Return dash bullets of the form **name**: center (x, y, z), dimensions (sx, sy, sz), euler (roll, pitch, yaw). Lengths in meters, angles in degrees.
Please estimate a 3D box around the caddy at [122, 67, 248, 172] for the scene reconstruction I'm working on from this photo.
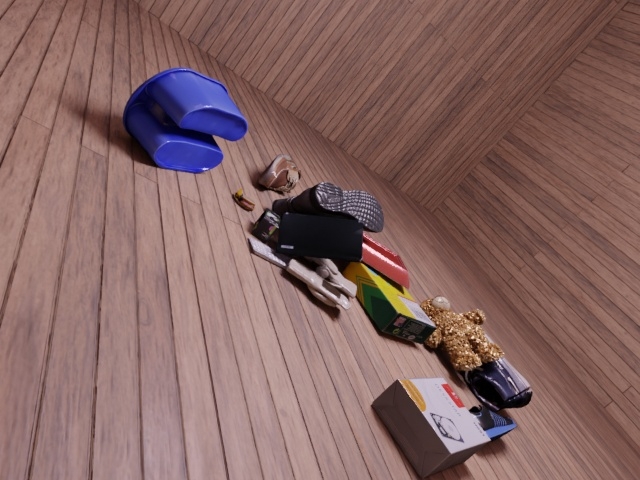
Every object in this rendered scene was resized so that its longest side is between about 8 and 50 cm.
- **caddy**: center (-0.358, -0.324, 1.356), dimensions (0.179, 0.241, 0.341), euler (50, 19, 14)

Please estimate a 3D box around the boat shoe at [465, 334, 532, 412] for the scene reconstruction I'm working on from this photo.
- **boat shoe**: center (0.509, 0.398, 1.631), dimensions (0.158, 0.127, 0.340), euler (2, 32, -43)

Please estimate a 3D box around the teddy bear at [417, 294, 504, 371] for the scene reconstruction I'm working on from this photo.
- **teddy bear**: center (0.435, 0.287, 1.640), dimensions (0.338, 0.244, 0.113), euler (-101, -178, -57)

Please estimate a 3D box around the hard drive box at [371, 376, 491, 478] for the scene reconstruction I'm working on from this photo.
- **hard drive box**: center (0.246, 0.400, 1.117), dimensions (0.232, 0.089, 0.181), euler (18, 29, -52)

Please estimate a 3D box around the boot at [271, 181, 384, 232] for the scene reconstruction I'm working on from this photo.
- **boot**: center (0.028, -0.093, 1.625), dimensions (0.338, 0.222, 0.118), euler (22, 65, -39)

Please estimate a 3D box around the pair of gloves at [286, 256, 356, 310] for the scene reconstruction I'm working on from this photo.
- **pair of gloves**: center (0.015, 0.098, 1.397), dimensions (0.204, 0.042, 0.240), euler (42, 17, 2)

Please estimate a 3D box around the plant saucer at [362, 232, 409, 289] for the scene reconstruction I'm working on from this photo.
- **plant saucer**: center (0.180, 0.041, 1.675), dimensions (0.258, 0.048, 0.259), euler (32, 12, -6)

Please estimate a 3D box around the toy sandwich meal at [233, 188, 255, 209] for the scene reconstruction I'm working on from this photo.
- **toy sandwich meal**: center (-0.220, -0.121, 1.500), dimensions (0.085, 0.029, 0.086), euler (37, 18, -14)

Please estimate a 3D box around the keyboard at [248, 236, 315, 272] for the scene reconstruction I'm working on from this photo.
- **keyboard**: center (-0.084, 0.062, 1.369), dimensions (0.256, 0.014, 0.072), euler (30, 20, -31)

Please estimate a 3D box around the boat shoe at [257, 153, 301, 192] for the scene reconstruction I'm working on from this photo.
- **boat shoe**: center (-0.131, -0.233, 1.817), dimensions (0.116, 0.123, 0.324), euler (42, 19, -3)

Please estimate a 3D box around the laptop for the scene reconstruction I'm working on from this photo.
- **laptop**: center (0.000, 0.000, 1.468), dimensions (0.234, 0.137, 0.264), euler (7, -9, 0)

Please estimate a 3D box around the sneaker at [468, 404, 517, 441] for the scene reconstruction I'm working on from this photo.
- **sneaker**: center (0.446, 0.481, 1.351), dimensions (0.232, 0.081, 0.091), euler (17, 37, -51)

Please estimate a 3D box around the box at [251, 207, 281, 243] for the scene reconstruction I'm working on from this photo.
- **box**: center (-0.149, -0.042, 1.401), dimensions (0.052, 0.062, 0.083), euler (37, 17, -13)

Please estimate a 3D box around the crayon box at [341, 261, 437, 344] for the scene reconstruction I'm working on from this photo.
- **crayon box**: center (0.197, 0.168, 1.579), dimensions (0.202, 0.081, 0.319), euler (25, 21, -40)
